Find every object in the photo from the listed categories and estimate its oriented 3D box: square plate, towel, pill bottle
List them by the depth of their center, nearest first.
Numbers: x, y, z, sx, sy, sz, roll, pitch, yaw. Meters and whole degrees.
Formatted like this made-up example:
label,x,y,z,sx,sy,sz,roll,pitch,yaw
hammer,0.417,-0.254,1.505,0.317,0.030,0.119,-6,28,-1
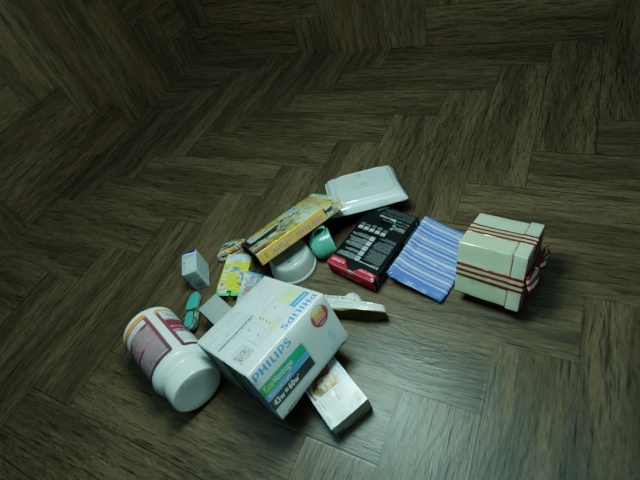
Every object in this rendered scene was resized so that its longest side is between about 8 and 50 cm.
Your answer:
label,x,y,z,sx,sy,sz,roll,pitch,yaw
pill bottle,-0.561,0.442,1.565,0.224,0.224,0.392,-43,50,-19
towel,0.445,0.064,1.645,0.243,0.040,0.336,28,63,23
square plate,0.198,-0.245,1.926,0.346,0.049,0.344,-14,34,4

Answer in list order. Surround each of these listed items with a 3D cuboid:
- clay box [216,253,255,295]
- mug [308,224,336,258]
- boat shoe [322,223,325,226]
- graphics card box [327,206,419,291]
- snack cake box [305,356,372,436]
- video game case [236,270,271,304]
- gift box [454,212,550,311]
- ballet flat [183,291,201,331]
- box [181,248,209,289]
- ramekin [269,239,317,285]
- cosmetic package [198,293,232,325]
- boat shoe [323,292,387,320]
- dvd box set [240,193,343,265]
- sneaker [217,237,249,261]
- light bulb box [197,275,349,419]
label,x,y,z,sx,sy,sz,roll,pitch,yaw
clay box,-0.378,0.162,1.857,0.127,0.053,0.222,-2,51,15
mug,0.001,0.002,1.797,0.097,0.158,0.129,-23,12,3
boat shoe,-0.023,-0.083,1.955,0.043,0.049,0.137,2,30,-39
graphics card box,0.230,0.019,1.745,0.232,0.094,0.371,22,62,33
snack cake box,0.031,0.500,1.404,0.152,0.089,0.264,-36,49,-11
video game case,-0.284,0.213,1.773,0.119,0.015,0.166,13,51,-5
gift box,0.642,0.082,1.453,0.258,0.277,0.255,16,44,34
ballet flat,-0.546,0.312,1.782,0.070,0.070,0.189,-9,44,11
box,-0.573,0.133,1.900,0.072,0.126,0.137,-20,47,4
ramekin,-0.127,0.083,1.802,0.207,0.109,0.207,-9,48,11
cosmetic package,-0.369,0.332,1.661,0.237,0.127,0.107,26,62,37
boat shoe,0.123,0.243,1.586,0.276,0.098,0.096,2,52,22
dvd box set,-0.134,-0.062,1.812,0.420,0.062,0.307,-36,20,-13
sneaker,-0.389,0.026,1.962,0.214,0.084,0.083,-18,40,3
light bulb box,-0.164,0.343,1.425,0.358,0.225,0.361,-45,31,-26
